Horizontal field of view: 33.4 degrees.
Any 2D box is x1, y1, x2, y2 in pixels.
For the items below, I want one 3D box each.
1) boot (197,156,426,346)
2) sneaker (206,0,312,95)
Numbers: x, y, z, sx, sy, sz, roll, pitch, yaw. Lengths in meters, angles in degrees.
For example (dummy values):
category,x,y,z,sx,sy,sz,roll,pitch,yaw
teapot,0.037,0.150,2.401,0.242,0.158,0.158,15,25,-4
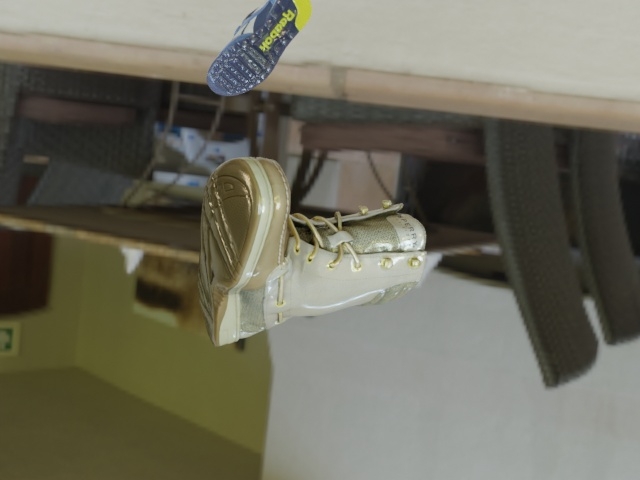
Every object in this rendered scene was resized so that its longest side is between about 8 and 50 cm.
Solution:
category,x,y,z,sx,sy,sz,roll,pitch,yaw
boot,0.000,0.000,0.770,0.165,0.077,0.213,-10,152,-17
sneaker,-0.069,-0.209,1.139,0.053,0.144,0.059,49,165,-25
